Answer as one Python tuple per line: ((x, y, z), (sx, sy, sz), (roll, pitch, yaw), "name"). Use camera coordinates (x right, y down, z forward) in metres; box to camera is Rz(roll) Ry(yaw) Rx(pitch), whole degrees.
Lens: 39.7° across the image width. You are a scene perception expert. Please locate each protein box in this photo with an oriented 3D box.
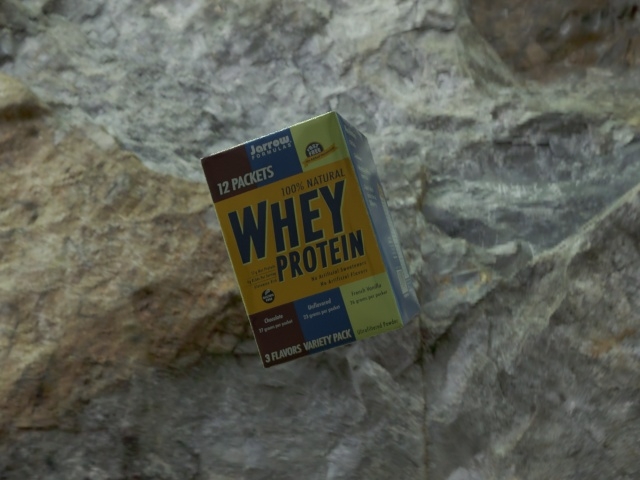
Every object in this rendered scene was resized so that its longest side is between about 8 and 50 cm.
((0.000, 0.000, 0.880), (0.135, 0.200, 0.201), (-18, -93, 11), "protein box")
